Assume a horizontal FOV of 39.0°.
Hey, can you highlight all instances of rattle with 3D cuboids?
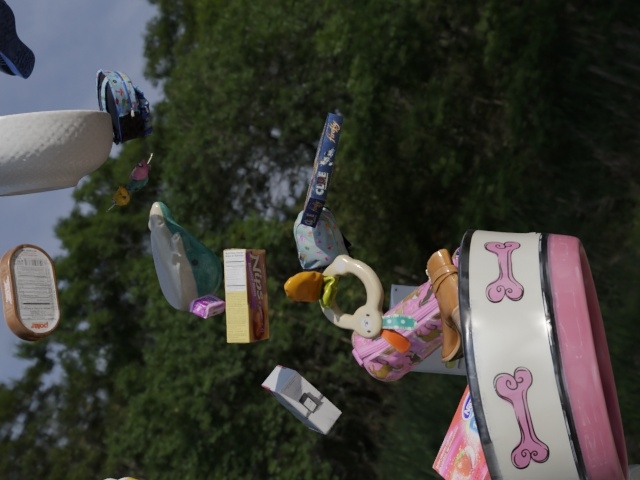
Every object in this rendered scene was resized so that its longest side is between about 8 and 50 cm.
[{"bbox_3d":[0.057,0.119,1.540,0.130,0.200,0.143,-43,-20,10],"label":"rattle"}]

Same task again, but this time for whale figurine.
[{"bbox_3d":[-0.327,0.033,2.175,0.141,0.272,0.216,-16,-24,-22],"label":"whale figurine"}]

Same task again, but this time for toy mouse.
[{"bbox_3d":[-0.396,-0.134,1.968,0.143,0.031,0.161,-55,5,-34],"label":"toy mouse"}]

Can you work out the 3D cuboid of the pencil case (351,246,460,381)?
[{"bbox_3d":[0.235,0.167,1.975,0.386,0.167,0.160,-43,28,38],"label":"pencil case"}]

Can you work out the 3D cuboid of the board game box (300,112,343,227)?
[{"bbox_3d":[0.003,-0.175,2.283,0.165,0.042,0.243,112,171,-65],"label":"board game box"}]

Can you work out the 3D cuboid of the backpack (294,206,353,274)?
[{"bbox_3d":[0.000,0.000,2.411,0.115,0.152,0.182,-91,-15,-72],"label":"backpack"}]

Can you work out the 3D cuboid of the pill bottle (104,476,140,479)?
[{"bbox_3d":[-0.384,0.552,1.880,0.103,0.184,0.103,-10,-77,-53],"label":"pill bottle"}]

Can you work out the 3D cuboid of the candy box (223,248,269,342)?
[{"bbox_3d":[-0.149,0.111,1.834,0.109,0.053,0.187,6,-97,-71],"label":"candy box"}]

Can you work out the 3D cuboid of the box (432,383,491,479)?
[{"bbox_3d":[0.351,0.327,1.649,0.142,0.154,0.300,33,103,61],"label":"box"}]

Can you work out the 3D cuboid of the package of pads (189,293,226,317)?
[{"bbox_3d":[-0.255,0.148,2.039,0.083,0.050,0.032,-16,-55,-66],"label":"package of pads"}]

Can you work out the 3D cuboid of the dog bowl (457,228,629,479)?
[{"bbox_3d":[0.308,0.173,1.218,0.408,0.150,0.408,-12,-90,-70],"label":"dog bowl"}]

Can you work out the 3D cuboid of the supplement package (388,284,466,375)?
[{"bbox_3d":[0.322,0.253,2.555,0.145,0.261,0.204,90,-175,-48],"label":"supplement package"}]

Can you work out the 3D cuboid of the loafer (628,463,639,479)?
[{"bbox_3d":[0.561,0.549,1.601,0.111,0.112,0.320,-2,98,62],"label":"loafer"}]

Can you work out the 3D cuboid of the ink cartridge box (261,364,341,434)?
[{"bbox_3d":[-0.041,0.347,1.973,0.063,0.150,0.109,-51,18,-16],"label":"ink cartridge box"}]

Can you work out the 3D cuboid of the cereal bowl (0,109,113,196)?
[{"bbox_3d":[-0.583,-0.169,1.832,0.339,0.339,0.141,-20,-79,-76],"label":"cereal bowl"}]

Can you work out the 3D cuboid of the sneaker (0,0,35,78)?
[{"bbox_3d":[-0.618,-0.384,1.700,0.232,0.090,0.081,89,-161,-67],"label":"sneaker"}]

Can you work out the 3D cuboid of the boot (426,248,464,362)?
[{"bbox_3d":[0.215,0.110,1.482,0.073,0.152,0.197,-18,-23,-15],"label":"boot"}]

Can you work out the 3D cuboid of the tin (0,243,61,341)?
[{"bbox_3d":[-0.554,0.098,1.728,0.106,0.040,0.190,3,-111,-46],"label":"tin"}]

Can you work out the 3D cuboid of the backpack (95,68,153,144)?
[{"bbox_3d":[-0.503,-0.352,2.291,0.116,0.158,0.173,-18,-55,-21],"label":"backpack"}]
